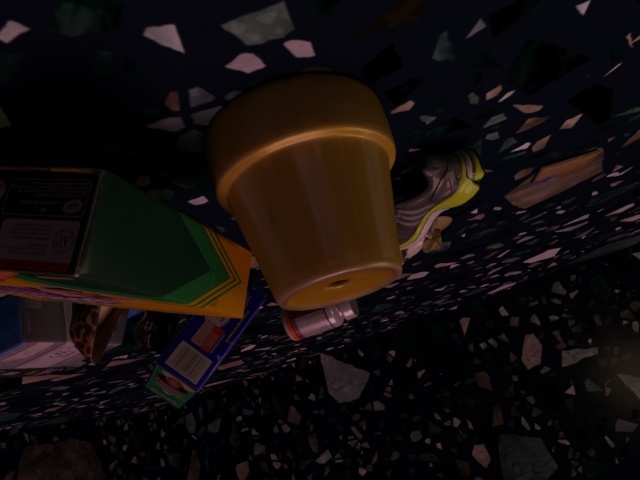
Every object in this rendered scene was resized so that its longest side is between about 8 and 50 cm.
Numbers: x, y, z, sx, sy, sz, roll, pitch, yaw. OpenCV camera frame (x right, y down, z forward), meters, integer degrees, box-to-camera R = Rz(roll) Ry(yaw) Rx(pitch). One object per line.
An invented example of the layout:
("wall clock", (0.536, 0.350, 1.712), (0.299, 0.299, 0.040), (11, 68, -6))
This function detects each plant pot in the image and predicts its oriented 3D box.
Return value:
("plant pot", (-0.007, -0.044, 0.676), (0.254, 0.238, 0.254), (-14, 161, -5))

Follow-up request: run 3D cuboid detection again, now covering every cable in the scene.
("cable", (-0.751, 0.282, 1.133), (0.047, 0.185, 0.150), (-54, 150, -11))

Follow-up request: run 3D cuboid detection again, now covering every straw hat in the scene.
("straw hat", (0.274, -0.002, 1.281), (0.145, 0.061, 0.144), (-14, 161, -5))

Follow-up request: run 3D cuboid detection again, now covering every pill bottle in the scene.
("pill bottle", (-0.001, 0.224, 1.590), (0.221, 0.121, 0.121), (-22, 160, 15))

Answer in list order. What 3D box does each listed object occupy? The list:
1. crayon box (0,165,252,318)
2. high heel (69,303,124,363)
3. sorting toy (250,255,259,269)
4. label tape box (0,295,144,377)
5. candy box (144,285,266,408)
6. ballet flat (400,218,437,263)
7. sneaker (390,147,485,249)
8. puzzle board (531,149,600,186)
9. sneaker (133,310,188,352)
("crayon box", (-0.313, 0.017, 0.611), (0.363, 0.106, 0.313), (3, 165, 18))
("high heel", (-0.325, 0.087, 0.858), (0.261, 0.186, 0.093), (-25, 159, 25))
("sorting toy", (-0.165, 0.055, 1.160), (0.062, 0.012, 0.083), (-21, 157, 0))
("label tape box", (-0.581, 0.218, 1.128), (0.249, 0.115, 0.348), (-23, 158, 20))
("candy box", (-0.288, 0.254, 1.251), (0.268, 0.122, 0.317), (-54, -178, -33))
("ballet flat", (0.191, 0.014, 1.225), (0.086, 0.086, 0.248), (-5, 157, -28))
("sneaker", (0.162, -0.076, 0.956), (0.121, 0.111, 0.300), (6, 147, -25))
("puzzle board", (0.540, -0.161, 1.133), (0.128, 0.011, 0.096), (-16, 162, 2))
("sneaker", (-0.344, 0.141, 1.155), (0.100, 0.108, 0.271), (30, 128, -12))
